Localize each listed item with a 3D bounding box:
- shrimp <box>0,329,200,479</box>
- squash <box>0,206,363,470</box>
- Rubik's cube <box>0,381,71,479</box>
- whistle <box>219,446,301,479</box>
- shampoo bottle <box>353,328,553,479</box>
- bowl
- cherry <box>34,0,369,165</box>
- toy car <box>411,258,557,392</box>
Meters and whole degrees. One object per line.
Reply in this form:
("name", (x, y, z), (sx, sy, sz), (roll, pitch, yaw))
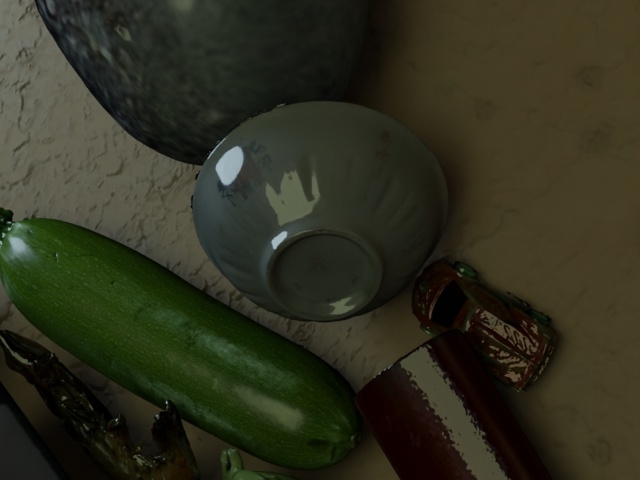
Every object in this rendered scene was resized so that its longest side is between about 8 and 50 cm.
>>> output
("shrimp", (-0.163, 0.129, 1.391), (0.195, 0.035, 0.148), (49, 151, -8))
("squash", (-0.127, 0.072, 1.407), (0.379, 0.101, 0.101), (28, 98, 22))
("Rubik's cube", (-0.326, 0.325, 1.326), (0.310, 0.305, 0.307), (48, 129, 21))
("whistle", (-0.019, 0.292, 1.337), (0.141, 0.141, 0.294), (-22, 95, 23))
("shampoo bottle", (0.126, 0.196, 1.279), (0.102, 0.064, 0.260), (-39, 75, 31))
("bowl", (0.000, 0.000, 1.294), (0.189, 0.189, 0.086), (-33, 30, 20))
("cherry", (-0.086, -0.199, 1.348), (0.255, 0.218, 0.296), (-24, 88, 19))
("toy car", (0.115, 0.059, 1.322), (0.122, 0.035, 0.059), (34, 104, 23))
